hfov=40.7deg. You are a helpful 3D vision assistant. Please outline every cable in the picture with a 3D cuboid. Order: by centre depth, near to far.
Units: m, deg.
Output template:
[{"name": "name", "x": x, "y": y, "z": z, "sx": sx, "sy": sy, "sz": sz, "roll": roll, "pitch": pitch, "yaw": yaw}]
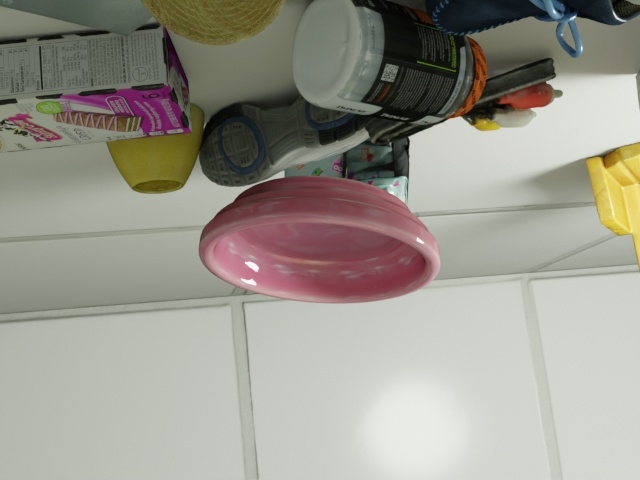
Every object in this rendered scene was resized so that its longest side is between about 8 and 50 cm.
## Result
[{"name": "cable", "x": 0.189, "y": -0.156, "z": 1.043, "sx": 0.287, "sy": 0.072, "sz": 0.139, "roll": -22, "pitch": 179, "yaw": -40}]

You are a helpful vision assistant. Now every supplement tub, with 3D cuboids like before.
[{"name": "supplement tub", "x": 0.075, "y": -0.182, "z": 0.887, "sx": 0.190, "sy": 0.117, "sz": 0.117, "roll": 4, "pitch": 165, "yaw": -38}]

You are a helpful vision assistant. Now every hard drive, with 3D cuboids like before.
[{"name": "hard drive", "x": -0.211, "y": -0.223, "z": 0.770, "sx": 0.135, "sy": 0.022, "sz": 0.094, "roll": 4, "pitch": 165, "yaw": -41}]

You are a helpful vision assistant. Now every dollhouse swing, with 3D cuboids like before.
[{"name": "dollhouse swing", "x": 0.706, "y": -0.018, "z": 1.568, "sx": 0.346, "sy": 0.305, "sz": 0.315, "roll": -11, "pitch": 168, "yaw": 27}]

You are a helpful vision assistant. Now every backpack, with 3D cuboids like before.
[{"name": "backpack", "x": 0.037, "y": -0.085, "z": 1.290, "sx": 0.188, "sy": 0.145, "sz": 0.166, "roll": 3, "pitch": 168, "yaw": 6}]

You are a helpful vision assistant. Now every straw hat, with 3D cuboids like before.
[{"name": "straw hat", "x": -0.082, "y": -0.232, "z": 0.673, "sx": 0.144, "sy": 0.145, "sz": 0.061, "roll": -10, "pitch": -151, "yaw": 18}]

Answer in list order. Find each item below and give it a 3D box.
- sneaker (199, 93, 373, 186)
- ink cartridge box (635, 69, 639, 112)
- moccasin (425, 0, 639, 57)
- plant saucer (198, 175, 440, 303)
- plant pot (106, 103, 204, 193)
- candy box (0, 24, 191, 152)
[{"name": "sneaker", "x": -0.029, "y": -0.133, "z": 1.119, "sx": 0.297, "sy": 0.111, "sz": 0.129, "roll": -12, "pitch": 172, "yaw": 31}, {"name": "ink cartridge box", "x": 0.490, "y": -0.071, "z": 0.991, "sx": 0.160, "sy": 0.385, "sz": 0.279, "roll": -4, "pitch": 169, "yaw": 7}, {"name": "moccasin", "x": 0.229, "y": -0.235, "z": 0.709, "sx": 0.137, "sy": 0.117, "sz": 0.342, "roll": 5, "pitch": 164, "yaw": -44}, {"name": "plant saucer", "x": 0.000, "y": 0.000, "z": 1.197, "sx": 0.332, "sy": 0.084, "sz": 0.332, "roll": 3, "pitch": 159, "yaw": 1}, {"name": "plant pot", "x": -0.214, "y": -0.115, "z": 1.119, "sx": 0.134, "sy": 0.095, "sz": 0.134, "roll": -7, "pitch": 168, "yaw": -1}, {"name": "candy box", "x": -0.268, "y": -0.159, "z": 0.935, "sx": 0.233, "sy": 0.071, "sz": 0.159, "roll": -6, "pitch": 169, "yaw": 0}]
